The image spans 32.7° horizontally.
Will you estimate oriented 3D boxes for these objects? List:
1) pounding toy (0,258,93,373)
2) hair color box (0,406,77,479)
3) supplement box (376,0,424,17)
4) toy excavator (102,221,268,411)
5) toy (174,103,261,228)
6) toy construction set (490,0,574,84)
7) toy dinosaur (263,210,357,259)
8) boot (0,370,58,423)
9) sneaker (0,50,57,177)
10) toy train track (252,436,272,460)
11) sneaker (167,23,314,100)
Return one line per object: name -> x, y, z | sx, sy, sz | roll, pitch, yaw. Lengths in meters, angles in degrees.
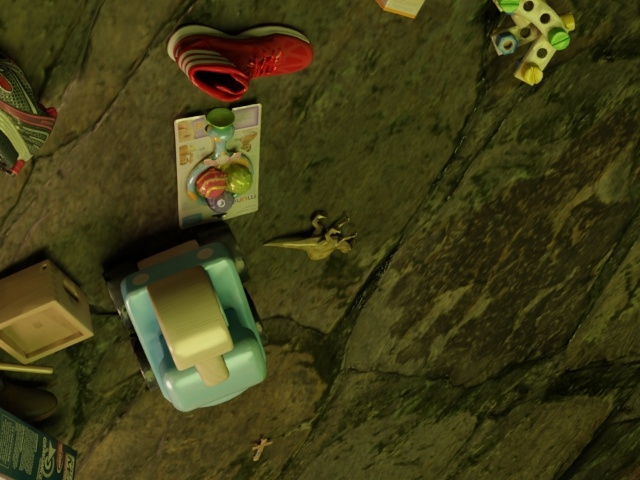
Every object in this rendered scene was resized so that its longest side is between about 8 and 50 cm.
pounding toy -> -0.475, 0.138, 1.742 | 0.206, 0.094, 0.181 | -23, 146, 6
hair color box -> -0.556, 0.362, 1.809 | 0.174, 0.105, 0.347 | -5, 155, 12
supplement box -> 0.131, -0.381, 1.598 | 0.062, 0.036, 0.098 | 7, 128, -36
toy excavator -> -0.179, 0.140, 1.646 | 0.222, 0.445, 0.433 | -22, 127, -9
toy -> -0.153, -0.100, 1.707 | 0.137, 0.056, 0.237 | -14, 138, -16
toy construction set -> 0.377, -0.408, 1.629 | 0.327, 0.151, 0.215 | -40, 115, 0
toy dinosaur -> 0.000, 0.000, 1.905 | 0.183, 0.053, 0.093 | 2, 132, -32
boot -> -0.535, 0.250, 1.824 | 0.219, 0.082, 0.106 | 5, 132, -32
sneaker -> -0.448, -0.216, 1.382 | 0.112, 0.121, 0.299 | -52, 144, -20
toy train track -> -0.130, 0.440, 2.318 | 0.048, 0.014, 0.083 | -13, 143, -30
sneaker -> -0.096, -0.238, 1.540 | 0.221, 0.128, 0.087 | -5, 135, -24
